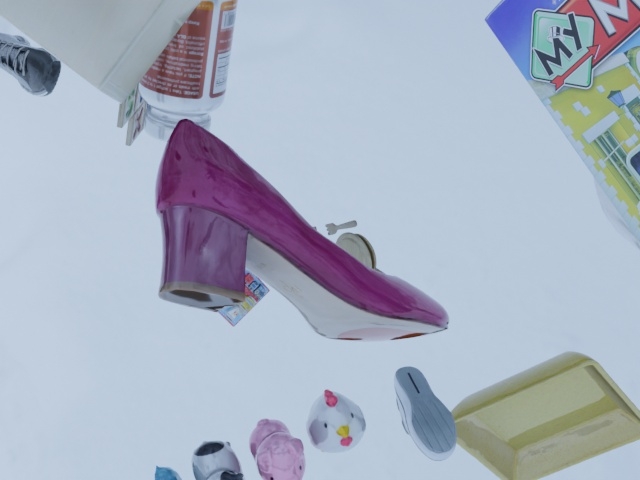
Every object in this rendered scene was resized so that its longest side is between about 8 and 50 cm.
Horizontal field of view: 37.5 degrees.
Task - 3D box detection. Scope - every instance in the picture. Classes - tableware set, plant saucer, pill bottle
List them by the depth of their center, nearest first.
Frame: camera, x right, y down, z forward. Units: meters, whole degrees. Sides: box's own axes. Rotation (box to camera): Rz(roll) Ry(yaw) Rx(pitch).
[{"bbox_3d":[-0.183,-0.246,1.274,0.121,0.216,0.121,9,25,-4],"label":"pill bottle"},{"bbox_3d":[0.031,0.031,1.552,0.039,0.128,0.194,-19,6,-36],"label":"tableware set"},{"bbox_3d":[0.452,0.349,1.893,0.333,0.333,0.081,-29,42,21],"label":"plant saucer"}]

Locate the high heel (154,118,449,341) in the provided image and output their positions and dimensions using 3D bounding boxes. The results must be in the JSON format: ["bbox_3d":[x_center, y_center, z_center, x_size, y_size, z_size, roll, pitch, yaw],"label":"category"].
[{"bbox_3d":[0.000,0.000,0.989,0.377,0.127,0.181,18,66,-41],"label":"high heel"}]

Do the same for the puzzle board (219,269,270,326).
[{"bbox_3d":[-0.154,0.091,1.698,0.096,0.128,0.011,-46,46,-8],"label":"puzzle board"}]

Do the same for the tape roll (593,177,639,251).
[{"bbox_3d":[0.458,-0.133,0.957,0.392,0.392,0.072,-13,39,-18],"label":"tape roll"}]

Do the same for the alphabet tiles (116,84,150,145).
[{"bbox_3d":[-0.241,-0.325,1.409,0.011,0.342,0.285,15,31,1],"label":"alphabet tiles"}]

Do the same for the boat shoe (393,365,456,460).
[{"bbox_3d":[0.190,0.326,1.710,0.083,0.076,0.226,-5,34,-8],"label":"boat shoe"}]

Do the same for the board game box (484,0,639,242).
[{"bbox_3d":[0.235,-0.118,0.419,0.046,0.317,0.213,-25,77,-38],"label":"board game box"}]

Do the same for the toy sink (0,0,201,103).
[{"bbox_3d":[-0.224,-0.296,1.058,0.153,0.131,0.234,36,91,1],"label":"toy sink"}]

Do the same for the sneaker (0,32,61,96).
[{"bbox_3d":[-0.555,-0.320,1.649,0.132,0.086,0.229,14,11,-44],"label":"sneaker"}]

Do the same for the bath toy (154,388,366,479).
[{"bbox_3d":[-0.086,0.336,1.465,0.348,0.129,0.151,-24,55,-13],"label":"bath toy"}]
